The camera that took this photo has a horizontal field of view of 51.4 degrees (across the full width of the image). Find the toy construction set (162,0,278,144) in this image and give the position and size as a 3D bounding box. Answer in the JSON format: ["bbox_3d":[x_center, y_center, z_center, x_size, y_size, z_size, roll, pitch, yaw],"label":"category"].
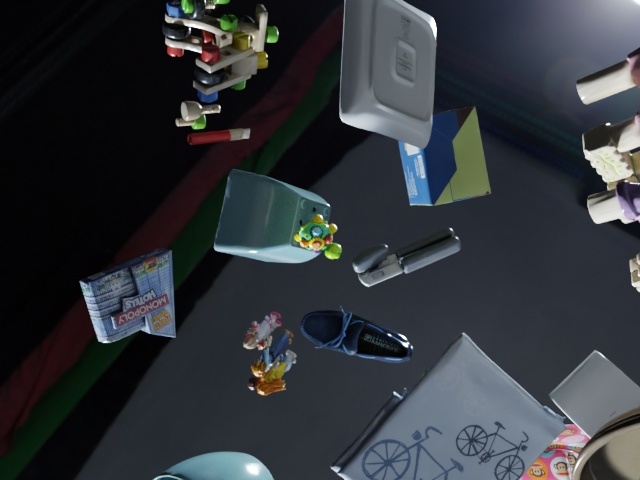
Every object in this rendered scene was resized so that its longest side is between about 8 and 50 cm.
[{"bbox_3d":[-0.181,-0.367,1.400,0.237,0.257,0.308,-10,-70,-29],"label":"toy construction set"}]

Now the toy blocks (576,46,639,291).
[{"bbox_3d":[0.554,-0.106,0.946,0.289,0.260,0.308,36,-129,-36],"label":"toy blocks"}]

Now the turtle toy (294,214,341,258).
[{"bbox_3d":[0.000,0.000,1.699,0.095,0.130,0.066,-43,31,26],"label":"turtle toy"}]

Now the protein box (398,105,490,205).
[{"bbox_3d":[0.279,-0.190,1.545,0.201,0.136,0.199,-155,53,-82],"label":"protein box"}]

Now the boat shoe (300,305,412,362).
[{"bbox_3d":[0.082,0.206,1.484,0.089,0.259,0.108,76,-156,-83],"label":"boat shoe"}]

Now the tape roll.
[{"bbox_3d":[0.721,0.419,1.657,0.169,0.246,0.246,-47,-14,7],"label":"tape roll"}]

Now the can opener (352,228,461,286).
[{"bbox_3d":[0.224,0.033,1.740,0.284,0.076,0.095,-23,-47,0],"label":"can opener"}]

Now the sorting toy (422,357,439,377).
[{"bbox_3d":[0.400,0.425,1.726,0.126,0.366,0.127,-30,28,46],"label":"sorting toy"}]

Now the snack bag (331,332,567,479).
[{"bbox_3d":[0.240,0.369,1.202,0.342,0.323,0.037,-49,18,0],"label":"snack bag"}]

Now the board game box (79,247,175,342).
[{"bbox_3d":[-0.395,0.141,1.442,0.194,0.060,0.194,-26,-66,-37],"label":"board game box"}]

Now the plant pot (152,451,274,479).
[{"bbox_3d":[-0.208,0.584,1.465,0.195,0.290,0.290,-31,-31,-48],"label":"plant pot"}]

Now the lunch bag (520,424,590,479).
[{"bbox_3d":[0.667,0.592,1.880,0.258,0.293,0.120,-14,-90,-52],"label":"lunch bag"}]

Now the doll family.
[{"bbox_3d":[-0.137,0.338,1.867,0.163,0.118,0.262,-44,-36,-42],"label":"doll family"}]

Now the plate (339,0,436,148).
[{"bbox_3d":[0.143,-0.332,1.245,0.277,0.045,0.277,7,-96,-48],"label":"plate"}]

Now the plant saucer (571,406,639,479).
[{"bbox_3d":[0.450,0.277,0.811,0.041,0.278,0.277,-79,5,-49],"label":"plant saucer"}]

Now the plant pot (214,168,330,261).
[{"bbox_3d":[-0.117,-0.058,1.950,0.248,0.252,0.247,15,-95,-51],"label":"plant pot"}]
